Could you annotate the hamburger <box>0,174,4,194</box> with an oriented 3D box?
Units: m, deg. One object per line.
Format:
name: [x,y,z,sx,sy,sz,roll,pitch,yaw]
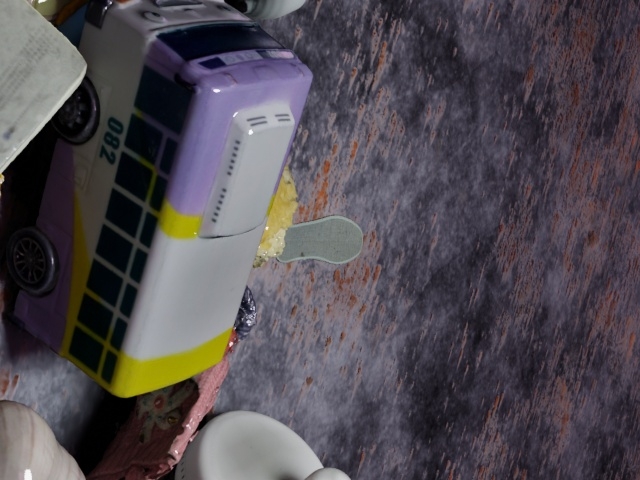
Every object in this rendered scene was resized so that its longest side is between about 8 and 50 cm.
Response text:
hamburger: [-0.426,-0.021,1.541,0.116,0.173,0.210,46,50,-3]

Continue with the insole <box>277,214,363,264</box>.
insole: [0.001,0.000,2.245,0.232,0.003,0.080,-2,99,-53]

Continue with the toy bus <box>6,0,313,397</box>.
toy bus: [-0.184,-0.060,1.686,0.209,0.249,0.440,-15,131,-52]

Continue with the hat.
hat: [-0.195,0.197,1.872,0.107,0.236,0.286,43,54,-20]

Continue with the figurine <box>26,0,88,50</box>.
figurine: [-0.295,-0.282,1.691,0.262,0.154,0.180,-23,125,-31]

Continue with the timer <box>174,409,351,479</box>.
timer: [-0.078,0.338,2.004,0.233,0.233,0.240,-10,149,-52]

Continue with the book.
book: [-0.426,-0.216,1.469,0.352,0.035,0.239,44,59,-18]

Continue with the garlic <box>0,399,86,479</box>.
garlic: [-0.397,0.330,1.580,0.317,0.259,0.318,-5,109,-15]

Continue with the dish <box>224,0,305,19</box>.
dish: [-0.145,-0.372,1.782,0.134,0.273,0.273,-36,128,-19]

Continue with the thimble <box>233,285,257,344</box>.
thimble: [-0.143,0.097,2.021,0.095,0.066,0.104,-57,134,-32]

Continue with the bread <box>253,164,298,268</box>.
bread: [-0.134,-0.063,1.948,0.245,0.121,0.174,34,67,-50]
